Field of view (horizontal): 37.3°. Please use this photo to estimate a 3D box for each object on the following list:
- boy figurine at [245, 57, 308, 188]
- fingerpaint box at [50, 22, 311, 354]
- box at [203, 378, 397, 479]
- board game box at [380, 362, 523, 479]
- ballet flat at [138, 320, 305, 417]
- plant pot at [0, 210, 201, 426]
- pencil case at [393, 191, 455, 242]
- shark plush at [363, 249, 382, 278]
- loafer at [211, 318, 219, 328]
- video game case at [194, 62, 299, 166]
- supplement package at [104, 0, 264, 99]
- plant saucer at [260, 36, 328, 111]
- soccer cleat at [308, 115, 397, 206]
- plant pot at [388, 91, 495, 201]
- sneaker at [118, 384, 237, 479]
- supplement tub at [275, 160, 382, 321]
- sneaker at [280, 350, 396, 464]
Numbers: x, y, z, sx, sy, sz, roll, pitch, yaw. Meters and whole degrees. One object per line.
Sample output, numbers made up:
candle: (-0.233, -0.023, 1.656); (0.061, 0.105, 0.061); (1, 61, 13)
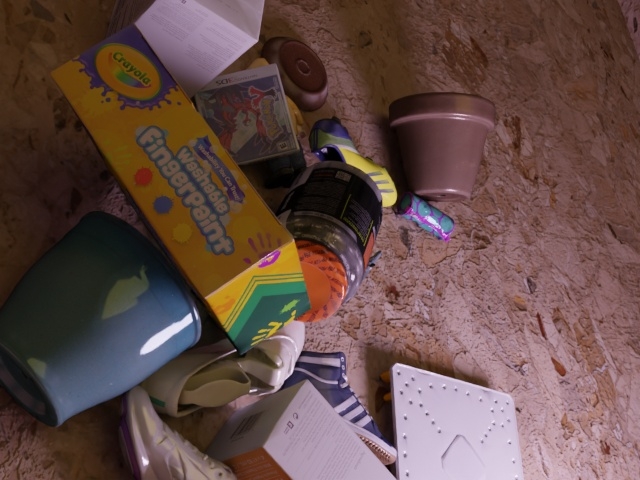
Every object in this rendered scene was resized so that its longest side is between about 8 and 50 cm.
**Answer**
boy figurine: (-0.113, -0.255, 2.027); (0.177, 0.092, 0.285); (-10, 73, -42)
fingerpaint box: (-0.214, -0.066, 1.540); (0.163, 0.371, 0.444); (-34, 73, -9)
box: (-0.015, 0.442, 1.638); (0.345, 0.215, 0.168); (49, 43, -10)
board game box: (0.290, 0.488, 2.024); (0.390, 0.050, 0.389); (20, 55, -36)
ballet flat: (-0.145, 0.233, 1.680); (0.400, 0.139, 0.139); (-12, 77, -44)
plant pot: (-0.370, 0.136, 1.457); (0.255, 0.272, 0.271); (-42, 99, -32)
pencil case: (0.253, -0.057, 2.283); (0.152, 0.064, 0.070); (29, 35, -29)
shark plush: (0.095, 0.071, 2.058); (0.161, 0.067, 0.073); (-22, 83, -47)
loafer: (-0.156, 0.033, 1.818); (0.095, 0.109, 0.302); (21, 52, -40)
video game case: (-0.155, -0.254, 1.951); (0.184, 0.023, 0.201); (-14, 76, -5)
supplement package: (-0.267, -0.440, 1.855); (0.199, 0.263, 0.198); (28, 51, -30)
plant saucer: (-0.050, -0.396, 2.207); (0.199, 0.036, 0.198); (21, 55, -34)
soccer cleat: (0.069, -0.151, 2.122); (0.289, 0.093, 0.121); (45, 45, -35)
plant pot: (0.291, -0.217, 2.307); (0.263, 0.263, 0.229); (9, 81, -41)
sneaker: (-0.227, 0.365, 1.531); (0.152, 0.114, 0.305); (-23, 93, -19)
supplement tub: (0.000, 0.000, 1.859); (0.207, 0.207, 0.338); (47, 30, -14)
sneaker: (0.048, 0.320, 1.852); (0.282, 0.099, 0.153); (34, 50, -22)
